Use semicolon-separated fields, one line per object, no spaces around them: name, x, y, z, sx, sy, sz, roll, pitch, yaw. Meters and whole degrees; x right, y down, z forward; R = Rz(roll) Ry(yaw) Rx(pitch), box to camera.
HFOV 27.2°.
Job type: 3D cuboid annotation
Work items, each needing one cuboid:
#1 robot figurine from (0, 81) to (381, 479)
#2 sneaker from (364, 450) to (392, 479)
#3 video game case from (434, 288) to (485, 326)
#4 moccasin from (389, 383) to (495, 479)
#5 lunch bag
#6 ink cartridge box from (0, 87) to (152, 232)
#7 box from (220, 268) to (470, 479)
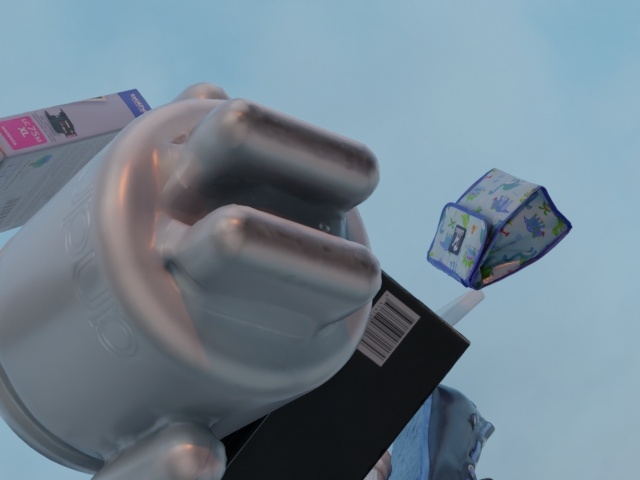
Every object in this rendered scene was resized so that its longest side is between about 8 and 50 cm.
robot figurine;-0.104;0.038;0.880;0.200;0.300;0.353;22;-35;-27
sneaker;-0.023;0.306;1.293;0.103;0.111;0.252;30;-73;-10
video game case;0.116;0.145;1.837;0.206;0.227;0.026;-34;-94;23
moccasin;0.135;0.260;1.353;0.117;0.342;0.137;27;-55;-4
lunch bag;0.213;-0.009;1.657;0.151;0.129;0.096;-44;-66;-5
ink cartridge box;-0.319;-0.091;1.578;0.186;0.065;0.311;-43;-13;34
box;-0.029;0.128;1.017;0.103;0.184;0.261;38;-90;-23
